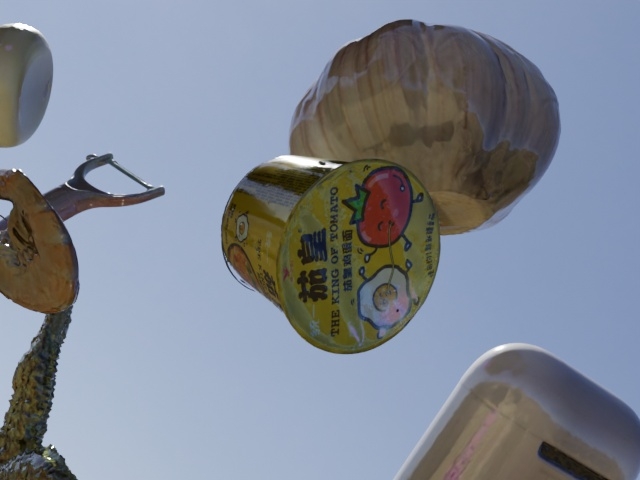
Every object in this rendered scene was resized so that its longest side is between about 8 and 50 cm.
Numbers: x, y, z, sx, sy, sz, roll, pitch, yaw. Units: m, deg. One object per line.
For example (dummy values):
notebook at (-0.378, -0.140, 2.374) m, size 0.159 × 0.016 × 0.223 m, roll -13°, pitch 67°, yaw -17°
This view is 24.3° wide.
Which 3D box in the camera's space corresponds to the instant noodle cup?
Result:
instant noodle cup at (0.000, 0.000, 1.391) m, size 0.182 × 0.182 × 0.144 m, roll 45°, pitch -12°, yaw -33°

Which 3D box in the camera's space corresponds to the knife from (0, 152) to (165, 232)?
knife at (-0.319, -0.022, 1.647) m, size 0.123 × 0.278 × 0.053 m, roll 28°, pitch -39°, yaw 41°

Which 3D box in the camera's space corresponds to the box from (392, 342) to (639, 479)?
box at (0.223, 0.307, 1.787) m, size 0.289 × 0.349 × 0.141 m, roll 32°, pitch 3°, yaw -35°

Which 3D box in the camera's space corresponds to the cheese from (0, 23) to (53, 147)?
cheese at (-0.346, -0.160, 1.587) m, size 0.064 × 0.137 × 0.227 m, roll 9°, pitch 14°, yaw 6°

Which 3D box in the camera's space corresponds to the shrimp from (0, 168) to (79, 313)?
shrimp at (-0.215, -0.007, 0.999) m, size 0.162 × 0.045 × 0.095 m, roll 26°, pitch -41°, yaw 41°

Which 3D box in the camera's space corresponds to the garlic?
garlic at (0.118, -0.137, 1.742) m, size 0.318 × 0.259 × 0.317 m, roll 0°, pitch -29°, yaw 0°

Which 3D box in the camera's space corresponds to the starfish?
starfish at (-0.232, 0.219, 1.179) m, size 0.347 × 0.078 × 0.357 m, roll -117°, pitch -144°, yaw -46°
